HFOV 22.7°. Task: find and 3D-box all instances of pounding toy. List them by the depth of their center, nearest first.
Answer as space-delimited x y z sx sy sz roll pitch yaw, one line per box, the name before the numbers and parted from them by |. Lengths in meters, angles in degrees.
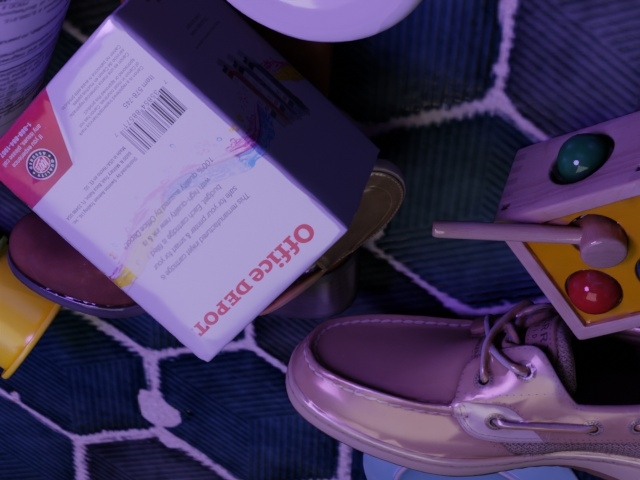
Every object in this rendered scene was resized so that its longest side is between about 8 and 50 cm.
pounding toy | 0.166 -0.008 0.972 0.130 0.100 0.141 -17 125 37

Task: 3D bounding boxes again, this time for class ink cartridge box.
ink cartridge box | -0.075 -0.048 0.923 0.176 0.127 0.128 43 115 -9

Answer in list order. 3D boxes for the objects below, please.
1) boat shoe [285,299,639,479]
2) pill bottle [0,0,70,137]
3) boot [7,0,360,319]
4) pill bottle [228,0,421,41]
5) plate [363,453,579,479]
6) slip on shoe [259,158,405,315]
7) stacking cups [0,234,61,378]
boat shoe | 0.146 0.089 1.083 0.341 0.122 0.110 7 133 4
pill bottle | -0.236 -0.150 0.965 0.160 0.160 0.283 27 139 -4
boot | -0.108 -0.068 1.044 0.264 0.096 0.280 9 136 18
pill bottle | 0.023 -0.202 0.744 0.121 0.216 0.121 13 138 12
plate | 0.122 0.207 1.283 0.188 0.024 0.188 13 137 12
slip on shoe | 0.000 0.000 1.016 0.135 0.041 0.051 -32 125 21
stacking cups | -0.341 -0.023 1.221 0.316 0.096 0.096 37 138 -7
